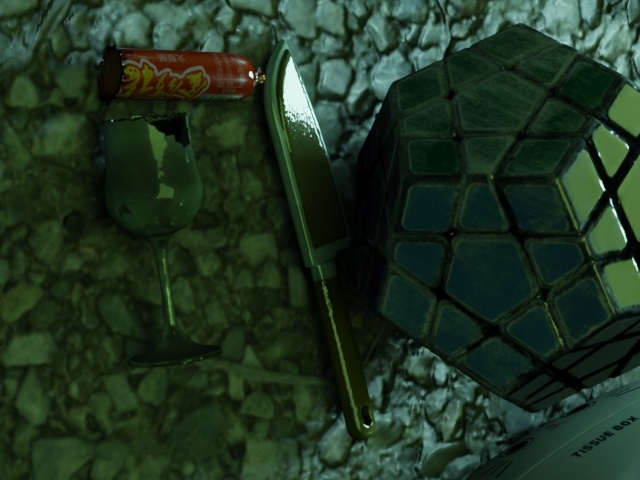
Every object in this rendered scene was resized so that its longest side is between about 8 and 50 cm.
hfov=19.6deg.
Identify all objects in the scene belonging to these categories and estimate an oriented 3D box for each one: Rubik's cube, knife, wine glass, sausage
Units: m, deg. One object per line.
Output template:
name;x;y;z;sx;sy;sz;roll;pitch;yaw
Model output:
Rubik's cube;0.170;-0.016;1.517;0.319;0.319;0.264;68;25;-12
knife;0.001;0.000;1.561;0.061;0.027;0.343;-22;100;-49
wine glass;-0.126;-0.003;1.450;0.079;0.079;0.196;-11;96;-32
sausage;-0.107;-0.130;1.485;0.145;0.048;0.050;-1;95;-35

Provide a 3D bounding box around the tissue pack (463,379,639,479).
tissue pack;0.258;0.263;1.606;0.333;0.236;0.229;-26;112;-29
